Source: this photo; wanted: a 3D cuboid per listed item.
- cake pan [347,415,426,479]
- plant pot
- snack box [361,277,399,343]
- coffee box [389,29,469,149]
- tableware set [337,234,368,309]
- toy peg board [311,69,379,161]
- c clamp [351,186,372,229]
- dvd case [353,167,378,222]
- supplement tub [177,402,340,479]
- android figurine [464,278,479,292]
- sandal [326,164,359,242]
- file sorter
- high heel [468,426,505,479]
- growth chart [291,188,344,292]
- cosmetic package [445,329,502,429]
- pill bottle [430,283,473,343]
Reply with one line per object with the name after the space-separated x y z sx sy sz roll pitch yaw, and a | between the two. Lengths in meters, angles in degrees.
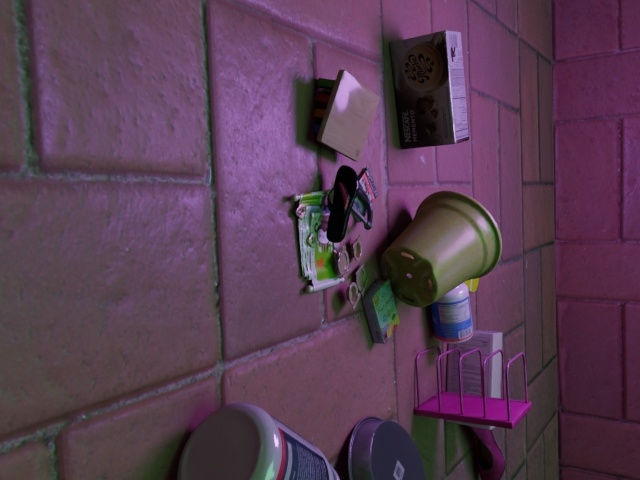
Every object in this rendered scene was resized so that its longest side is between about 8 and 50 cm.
0.174 0.578 1.377 0.293 0.054 0.293 36 40 -38 | cake pan
0.304 0.042 1.505 0.254 0.276 0.276 -35 118 -38 | plant pot
0.159 0.184 1.460 0.100 0.037 0.141 -42 123 -48 | snack box
0.306 -0.413 1.559 0.118 0.168 0.297 -25 111 -53 | coffee box
0.082 0.074 1.344 0.141 0.020 0.169 -51 134 -53 | tableware set
0.042 -0.284 1.274 0.161 0.079 0.161 17 92 -54 | toy peg board
0.088 -0.077 1.332 0.160 0.022 0.137 35 44 -51 | c clamp
0.106 -0.115 1.405 0.119 0.013 0.087 -57 134 -40 | dvd case
-0.094 0.415 0.960 0.272 0.191 0.191 51 50 -42 | supplement tub
0.481 0.087 1.910 0.272 0.056 0.249 15 78 -54 | android figurine
0.041 -0.085 1.233 0.040 0.067 0.179 21 75 -43 | sandal
0.450 0.421 1.666 0.202 0.290 0.182 -3 90 -55 | file sorter
0.571 0.751 2.037 0.181 0.127 0.378 -10 104 -26 | high heel
0.000 0.000 1.246 0.172 0.021 0.238 -24 110 -54 | growth chart
0.514 0.456 1.872 0.113 0.160 0.310 12 82 -56 | cosmetic package
0.402 0.197 1.737 0.124 0.124 0.222 -29 114 -52 | pill bottle
